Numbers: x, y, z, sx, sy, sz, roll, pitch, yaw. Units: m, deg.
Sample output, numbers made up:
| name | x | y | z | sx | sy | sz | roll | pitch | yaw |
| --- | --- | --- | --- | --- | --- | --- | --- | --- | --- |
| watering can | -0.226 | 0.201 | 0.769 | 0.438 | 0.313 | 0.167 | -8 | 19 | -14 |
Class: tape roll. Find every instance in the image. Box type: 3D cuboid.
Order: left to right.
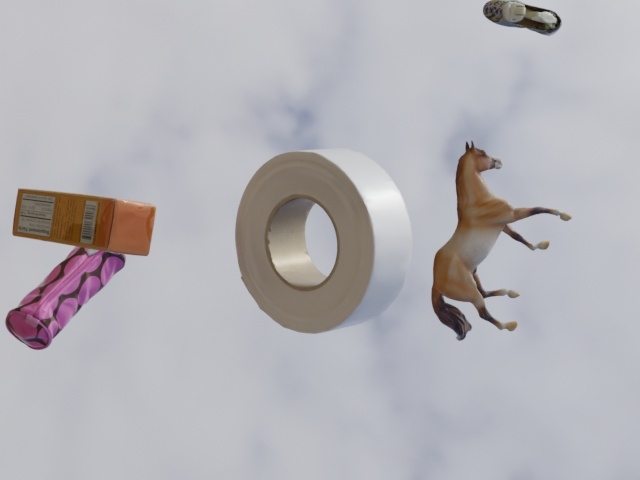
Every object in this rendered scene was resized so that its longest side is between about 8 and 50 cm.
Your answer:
| name | x | y | z | sx | sy | sz | roll | pitch | yaw |
| --- | --- | --- | --- | --- | --- | --- | --- | --- | --- |
| tape roll | 0.000 | 0.000 | 2.047 | 0.286 | 0.100 | 0.286 | 6 | -80 | 39 |

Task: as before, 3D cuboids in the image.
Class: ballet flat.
| name | x | y | z | sx | sy | sz | roll | pitch | yaw |
| --- | --- | --- | --- | --- | --- | --- | --- | --- | --- |
| ballet flat | 0.279 | -0.307 | 1.801 | 0.041 | 0.114 | 0.041 | -169 | -90 | -74 |

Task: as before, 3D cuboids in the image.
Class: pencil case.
| name | x | y | z | sx | sy | sz | roll | pitch | yaw |
| --- | --- | --- | --- | --- | --- | --- | --- | --- | --- |
| pencil case | -0.396 | 0.073 | 2.065 | 0.209 | 0.095 | 0.098 | -53 | -167 | -32 |

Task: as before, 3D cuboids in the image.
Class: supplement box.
| name | x | y | z | sx | sy | sz | roll | pitch | yaw |
| --- | --- | --- | --- | --- | --- | --- | --- | --- | --- |
| supplement box | -0.336 | -0.028 | 1.864 | 0.233 | 0.078 | 0.080 | 10 | -89 | 44 |

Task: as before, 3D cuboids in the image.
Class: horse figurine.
| name | x | y | z | sx | sy | sz | roll | pitch | yaw |
| --- | --- | --- | --- | --- | --- | --- | --- | --- | --- |
| horse figurine | 0.222 | 0.017 | 1.811 | 0.263 | 0.175 | 0.066 | -64 | -161 | 10 |
